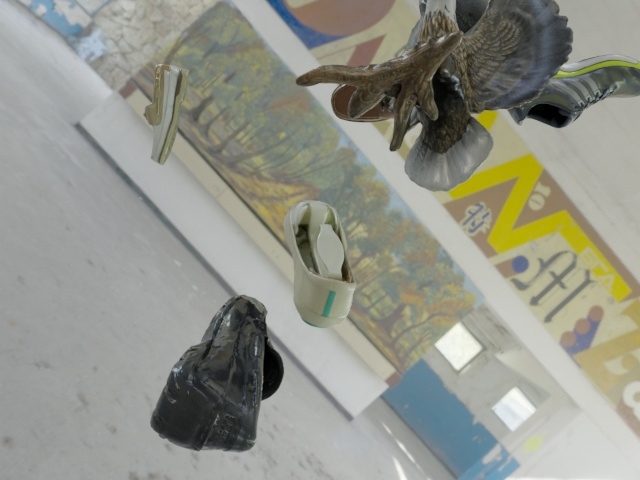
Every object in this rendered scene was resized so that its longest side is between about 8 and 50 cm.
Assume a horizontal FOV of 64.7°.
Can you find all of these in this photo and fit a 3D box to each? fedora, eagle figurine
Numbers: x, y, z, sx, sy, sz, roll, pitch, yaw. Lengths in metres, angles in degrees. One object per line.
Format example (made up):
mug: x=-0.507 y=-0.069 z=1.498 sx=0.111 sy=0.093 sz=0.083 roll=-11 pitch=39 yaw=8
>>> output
fedora: x=0.398 y=-0.715 z=1.550 sx=0.152 sy=0.334 sz=0.334 roll=40 pitch=4 yaw=-34
eagle figurine: x=0.157 y=-0.218 z=0.615 sx=0.226 sy=0.225 sz=0.298 roll=38 pitch=35 yaw=15

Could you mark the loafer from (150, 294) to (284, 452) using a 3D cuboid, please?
loafer: x=-0.070 y=0.106 z=0.430 sx=0.078 sy=0.076 sz=0.223 roll=26 pitch=10 yaw=-2

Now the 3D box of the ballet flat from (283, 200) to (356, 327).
ballet flat: x=0.000 y=0.000 z=0.640 sx=0.086 sy=0.086 sz=0.248 roll=48 pitch=17 yaw=-35

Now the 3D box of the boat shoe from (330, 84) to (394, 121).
boat shoe: x=0.151 y=-0.290 z=0.972 sx=0.104 sy=0.307 sz=0.111 roll=-40 pitch=121 yaw=-61

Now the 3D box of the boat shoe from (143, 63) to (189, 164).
boat shoe: x=-0.489 y=-0.389 z=1.557 sx=0.103 sy=0.302 sz=0.113 roll=14 pitch=2 yaw=-13

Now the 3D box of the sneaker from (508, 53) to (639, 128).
sneaker: x=0.506 y=-0.285 z=1.008 sx=0.111 sy=0.300 sz=0.121 roll=76 pitch=10 yaw=-73
